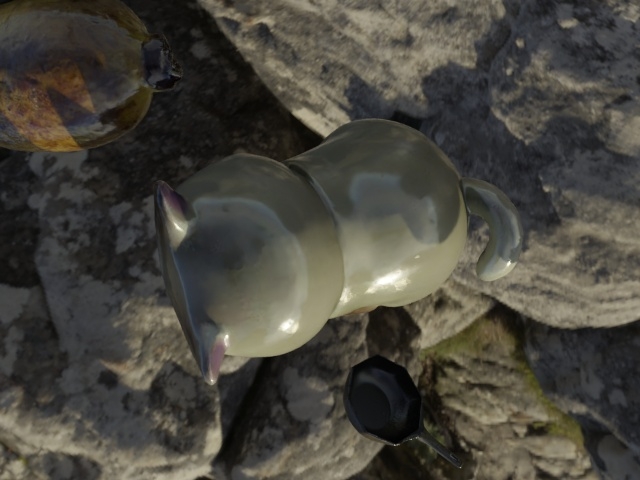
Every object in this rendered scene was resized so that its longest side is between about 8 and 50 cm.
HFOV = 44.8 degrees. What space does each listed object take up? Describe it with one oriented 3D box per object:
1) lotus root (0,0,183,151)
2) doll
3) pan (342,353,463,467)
[{"bbox_3d":[-0.243,-0.156,0.730,0.260,0.128,0.145,0,109,24],"label":"lotus root"},{"bbox_3d":[0.000,-0.007,0.815,0.370,0.226,0.215,-14,104,-26],"label":"doll"},{"bbox_3d":[0.104,0.269,1.130,0.202,0.128,0.048,60,141,12],"label":"pan"}]
